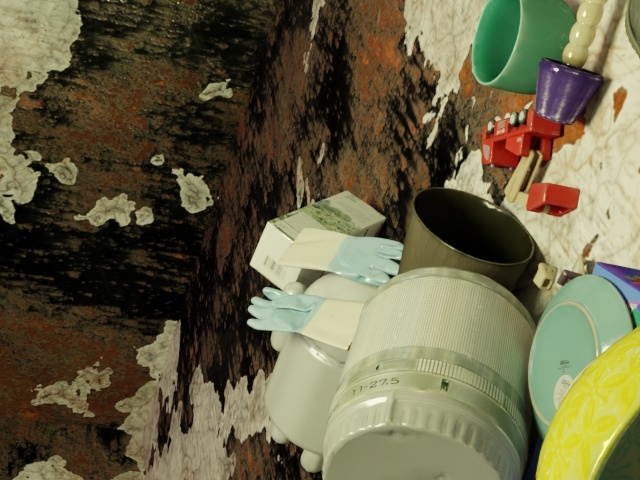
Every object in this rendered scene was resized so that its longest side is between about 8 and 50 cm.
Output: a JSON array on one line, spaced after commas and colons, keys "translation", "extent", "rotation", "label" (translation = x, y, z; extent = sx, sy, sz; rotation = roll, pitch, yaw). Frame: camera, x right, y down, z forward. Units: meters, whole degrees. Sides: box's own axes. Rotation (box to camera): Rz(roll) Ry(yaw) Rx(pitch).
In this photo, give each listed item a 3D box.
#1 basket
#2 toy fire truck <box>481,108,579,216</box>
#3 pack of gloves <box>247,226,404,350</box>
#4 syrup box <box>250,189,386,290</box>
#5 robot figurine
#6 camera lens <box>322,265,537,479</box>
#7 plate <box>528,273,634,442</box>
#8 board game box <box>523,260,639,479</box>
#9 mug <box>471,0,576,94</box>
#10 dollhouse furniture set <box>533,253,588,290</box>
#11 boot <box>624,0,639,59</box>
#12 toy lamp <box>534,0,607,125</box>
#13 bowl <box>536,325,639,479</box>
[{"translation": [0.167, 0.075, 1.374], "extent": [0.204, 0.154, 0.226], "rotation": [-112, 32, -58], "label": "basket"}, {"translation": [0.262, -0.096, 1.331], "extent": [0.192, 0.047, 0.135], "rotation": [172, 106, -71], "label": "toy fire truck"}, {"translation": [0.015, 0.074, 1.494], "extent": [0.232, 0.046, 0.195], "rotation": [9, 53, 44], "label": "pack of gloves"}, {"translation": [0.000, 0.000, 1.759], "extent": [0.093, 0.237, 0.096], "rotation": [37, 123, 21], "label": "syrup box"}, {"translation": [0.037, 0.189, 1.605], "extent": [0.300, 0.200, 0.353], "rotation": [37, 124, 25], "label": "robot figurine"}, {"translation": [0.129, 0.180, 1.179], "extent": [0.274, 0.219, 0.219], "rotation": [-68, 3, -51], "label": "camera lens"}, {"translation": [0.249, 0.125, 1.043], "extent": [0.188, 0.024, 0.188], "rotation": [-169, 90, -72], "label": "plate"}, {"translation": [0.300, 0.223, 1.003], "extent": [0.233, 0.078, 0.347], "rotation": [-129, 52, -67], "label": "board game box"}, {"translation": [0.266, -0.263, 1.326], "extent": [0.129, 0.097, 0.157], "rotation": [160, 119, -70], "label": "mug"}, {"translation": [0.270, 0.070, 1.191], "extent": [0.081, 0.091, 0.114], "rotation": [-80, 7, -56], "label": "dollhouse furniture set"}, {"translation": [0.339, -0.236, 0.989], "extent": [0.208, 0.076, 0.189], "rotation": [65, -163, -57], "label": "boot"}, {"translation": [0.318, -0.270, 1.213], "extent": [0.080, 0.080, 0.274], "rotation": [-122, 46, -63], "label": "toy lamp"}, {"translation": [0.268, 0.161, 0.781], "extent": [0.156, 0.290, 0.289], "rotation": [-136, 57, -62], "label": "bowl"}]
